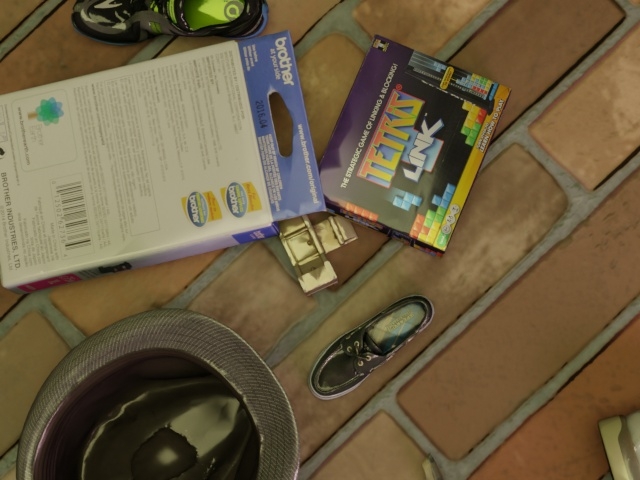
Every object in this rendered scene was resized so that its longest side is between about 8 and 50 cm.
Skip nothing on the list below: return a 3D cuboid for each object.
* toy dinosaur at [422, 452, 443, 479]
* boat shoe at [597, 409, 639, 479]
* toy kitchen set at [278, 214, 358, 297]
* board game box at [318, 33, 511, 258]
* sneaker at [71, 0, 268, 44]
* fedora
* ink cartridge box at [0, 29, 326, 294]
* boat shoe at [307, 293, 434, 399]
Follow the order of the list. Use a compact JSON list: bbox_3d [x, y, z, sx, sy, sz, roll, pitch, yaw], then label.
[{"bbox_3d":[0.169,0.327,1.369,0.268,0.064,0.118,38,82,7],"label":"toy dinosaur"},{"bbox_3d":[0.341,0.294,1.334,0.103,0.113,0.302,-17,84,7],"label":"boat shoe"},{"bbox_3d":[0.000,0.000,1.390,0.068,0.075,0.083,-25,84,0],"label":"toy kitchen set"},{"bbox_3d":[0.083,-0.089,1.397,0.141,0.048,0.170,22,80,3],"label":"board game box"},{"bbox_3d":[-0.144,-0.223,1.411,0.188,0.078,0.067,0,86,3],"label":"sneaker"},{"bbox_3d":[-0.139,0.192,1.357,0.244,0.124,0.275,45,97,7],"label":"fedora"},{"bbox_3d":[-0.158,-0.073,1.394,0.311,0.065,0.186,-13,77,7],"label":"ink cartridge box"},{"bbox_3d":[0.046,0.097,1.398,0.142,0.040,0.049,-39,85,-1],"label":"boat shoe"}]
